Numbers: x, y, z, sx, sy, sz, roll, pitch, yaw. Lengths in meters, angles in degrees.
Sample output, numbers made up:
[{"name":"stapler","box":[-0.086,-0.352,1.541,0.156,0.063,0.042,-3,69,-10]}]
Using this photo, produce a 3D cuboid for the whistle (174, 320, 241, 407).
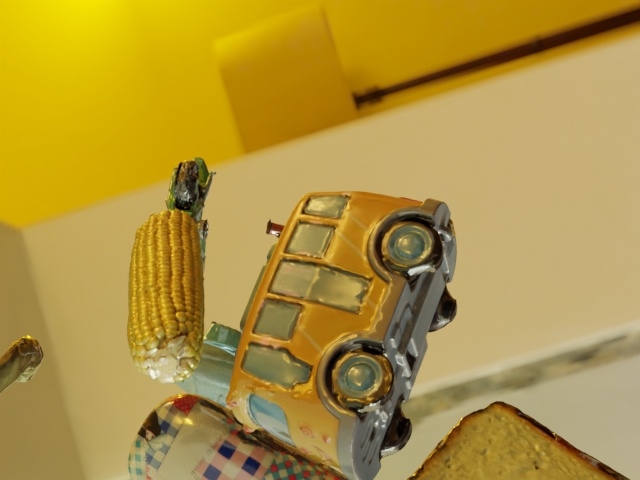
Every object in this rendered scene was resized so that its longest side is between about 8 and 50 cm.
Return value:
[{"name":"whistle","box":[-0.097,0.186,2.028,0.186,0.274,0.093,112,174,-60]}]

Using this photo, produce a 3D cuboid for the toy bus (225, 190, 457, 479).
[{"name":"toy bus","box":[0.015,0.064,1.142,0.126,0.136,0.209,68,-140,-63]}]

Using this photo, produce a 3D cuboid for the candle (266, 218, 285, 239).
[{"name":"candle","box":[0.000,0.001,2.243,0.021,0.167,0.026,-48,36,50]}]

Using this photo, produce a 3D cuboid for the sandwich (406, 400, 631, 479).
[{"name":"sandwich","box":[0.239,0.327,1.716,0.271,0.301,0.099,-33,-31,-51]}]

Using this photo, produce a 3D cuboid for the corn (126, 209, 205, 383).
[{"name":"corn","box":[-0.160,0.054,1.603,0.248,0.081,0.081,-99,-10,-57]}]

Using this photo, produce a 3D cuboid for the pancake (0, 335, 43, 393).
[{"name":"pancake","box":[-0.290,0.157,1.137,0.029,0.235,0.212,44,-147,0]}]

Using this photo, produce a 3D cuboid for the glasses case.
[{"name":"glasses case","box":[-0.043,0.273,1.578,0.327,0.125,0.076,30,-167,2]}]

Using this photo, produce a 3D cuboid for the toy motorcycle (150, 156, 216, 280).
[{"name":"toy motorcycle","box":[-0.167,-0.007,1.914,0.106,0.074,0.190,-41,-42,-81]}]
